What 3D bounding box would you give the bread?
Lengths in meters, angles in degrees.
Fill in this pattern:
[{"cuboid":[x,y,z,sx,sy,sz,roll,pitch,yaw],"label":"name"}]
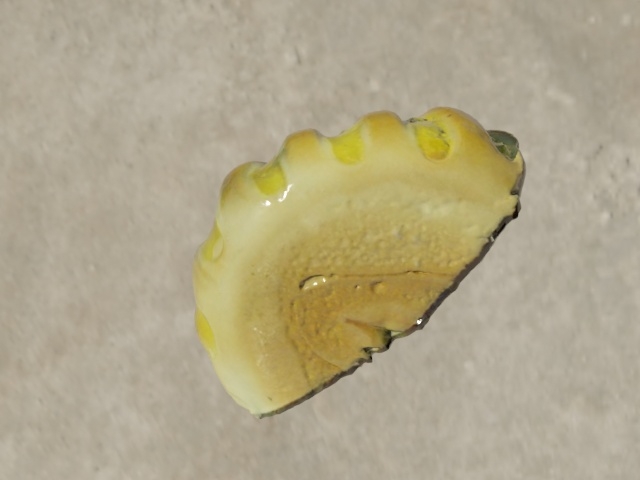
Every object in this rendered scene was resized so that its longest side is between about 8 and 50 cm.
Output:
[{"cuboid":[0.000,0.000,0.640,0.157,0.094,0.083,-54,27,25],"label":"bread"}]
